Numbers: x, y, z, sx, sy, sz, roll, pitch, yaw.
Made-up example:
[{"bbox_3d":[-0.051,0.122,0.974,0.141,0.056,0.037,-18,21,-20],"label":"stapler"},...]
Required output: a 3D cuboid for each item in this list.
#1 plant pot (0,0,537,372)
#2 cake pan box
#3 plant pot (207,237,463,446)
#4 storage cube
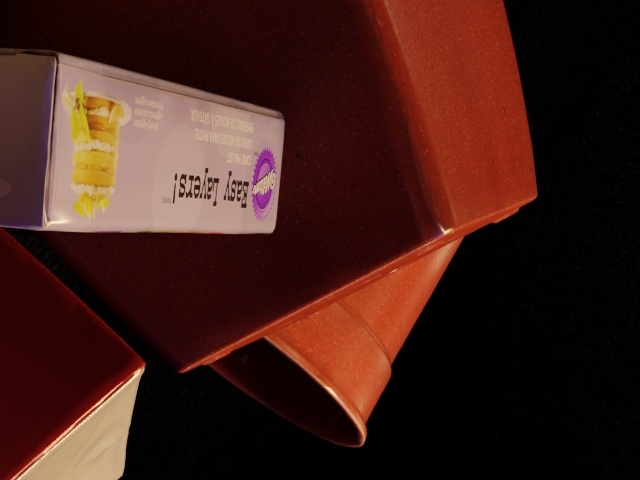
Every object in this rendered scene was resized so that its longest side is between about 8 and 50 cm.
[{"bbox_3d":[-0.025,-0.079,0.860,0.267,0.236,0.267,-28,177,24],"label":"plant pot"},{"bbox_3d":[-0.177,-0.046,0.652,0.246,0.266,0.070,7,89,-75],"label":"cake pan box"},{"bbox_3d":[0.000,0.000,1.380,0.265,0.272,0.272,-54,169,-16],"label":"plant pot"},{"bbox_3d":[-0.250,0.112,0.959,0.215,0.193,0.184,-42,166,-30],"label":"storage cube"}]
